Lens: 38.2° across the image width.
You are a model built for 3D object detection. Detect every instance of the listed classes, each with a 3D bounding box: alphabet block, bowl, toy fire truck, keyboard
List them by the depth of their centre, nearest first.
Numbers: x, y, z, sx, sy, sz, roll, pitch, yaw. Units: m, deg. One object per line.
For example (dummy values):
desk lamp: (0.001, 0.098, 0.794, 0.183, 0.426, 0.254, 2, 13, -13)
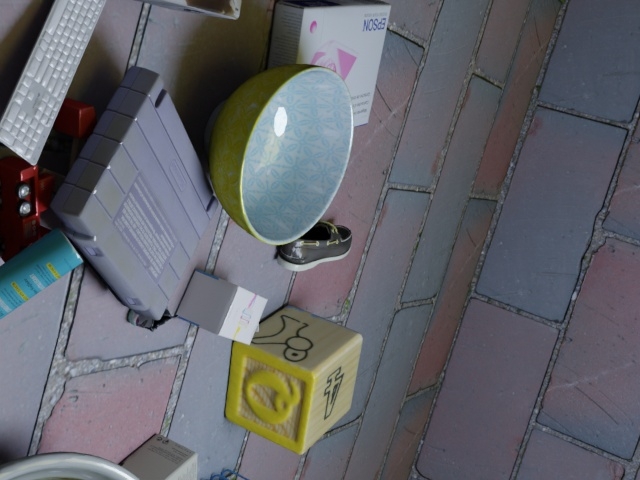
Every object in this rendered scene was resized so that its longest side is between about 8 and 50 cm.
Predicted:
keyboard: (-0.312, -0.217, 1.086, 0.072, 0.014, 0.256, 55, 49, -62)
toy fire truck: (-0.339, -0.070, 1.150, 0.135, 0.047, 0.192, -34, 137, -51)
bowl: (-0.090, -0.152, 1.458, 0.289, 0.156, 0.289, -37, 139, -42)
alphabet block: (-0.052, 0.270, 1.829, 0.197, 0.192, 0.193, -29, 132, -54)

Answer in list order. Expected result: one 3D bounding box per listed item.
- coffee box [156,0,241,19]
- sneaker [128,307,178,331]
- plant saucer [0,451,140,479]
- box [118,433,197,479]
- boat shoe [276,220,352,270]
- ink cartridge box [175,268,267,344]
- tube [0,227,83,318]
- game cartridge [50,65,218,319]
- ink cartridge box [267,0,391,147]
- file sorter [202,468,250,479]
coffee box: (-0.209, -0.370, 1.092, 0.297, 0.119, 0.168, -9, 111, -63)
sneaker: (-0.247, 0.101, 1.443, 0.098, 0.069, 0.038, -60, 154, -20)
plant saucer: (-0.403, 0.478, 1.273, 0.401, 0.101, 0.400, -5, 98, -38)
box: (-0.322, 0.446, 1.522, 0.275, 0.094, 0.113, -34, 138, -51)
boat shoe: (0.000, 0.000, 1.856, 0.228, 0.081, 0.068, -23, 133, -54)
ink cartridge box: (-0.165, 0.118, 1.597, 0.089, 0.092, 0.143, -68, 157, -6)
tube: (-0.383, 0.064, 1.096, 0.207, 0.052, 0.080, -37, 141, -12)
game cartridge: (-0.248, -0.048, 1.287, 0.230, 0.068, 0.355, -61, 162, -20)
ink cartridge box: (0.006, -0.271, 1.683, 0.324, 0.071, 0.330, -27, 130, -57)
file sorter: (-0.206, 0.535, 1.814, 0.170, 0.105, 0.118, -3, 111, -64)
